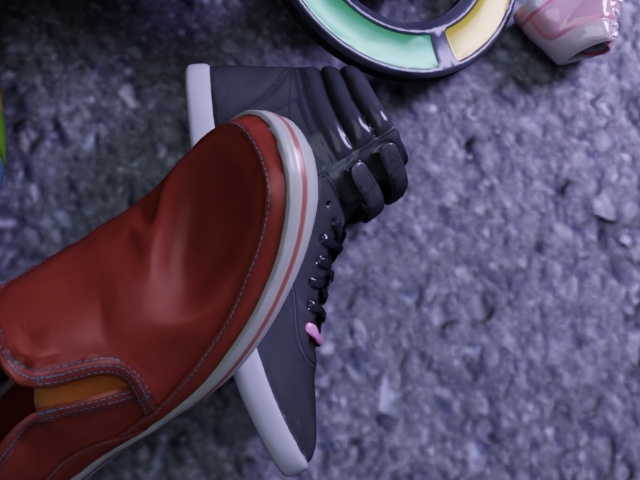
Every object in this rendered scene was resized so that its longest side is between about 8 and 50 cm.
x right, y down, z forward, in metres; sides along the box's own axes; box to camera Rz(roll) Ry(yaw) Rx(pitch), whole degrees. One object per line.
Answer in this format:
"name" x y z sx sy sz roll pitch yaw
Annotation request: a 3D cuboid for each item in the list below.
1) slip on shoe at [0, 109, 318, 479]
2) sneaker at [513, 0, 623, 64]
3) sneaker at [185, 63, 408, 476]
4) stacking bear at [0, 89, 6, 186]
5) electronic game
"slip on shoe" -0.131 0.053 0.418 0.331 0.101 0.123 -42 55 13
"sneaker" 0.229 -0.191 0.601 0.134 0.051 0.070 -33 83 -8
"sneaker" 0.000 0.000 0.505 0.147 0.104 0.296 -11 73 -2
"stacking bear" -0.291 -0.097 0.485 0.164 0.175 0.289 11 63 -29
"electronic game" 0.058 -0.234 0.567 0.229 0.048 0.229 2 84 -24
